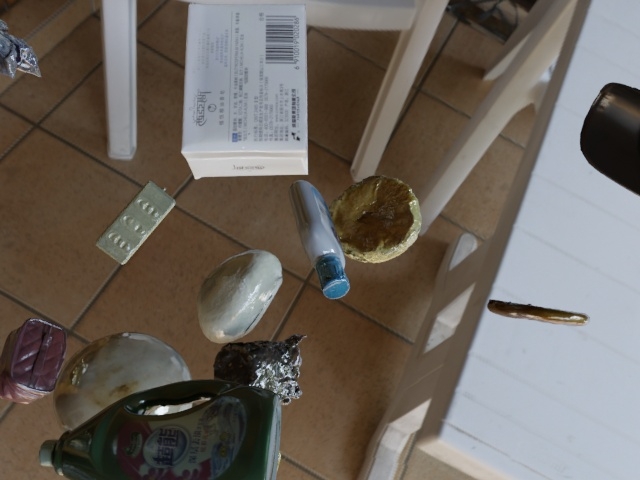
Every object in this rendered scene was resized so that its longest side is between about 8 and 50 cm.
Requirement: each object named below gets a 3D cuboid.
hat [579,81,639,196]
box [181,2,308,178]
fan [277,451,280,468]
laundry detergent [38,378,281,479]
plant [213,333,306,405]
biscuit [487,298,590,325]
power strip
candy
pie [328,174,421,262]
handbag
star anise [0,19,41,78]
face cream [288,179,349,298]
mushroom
[{"bbox_3d":[0.609,-0.155,0.948,0.209,0.238,0.336,-36,71,-18],"label":"hat"},{"bbox_3d":[-0.123,-0.254,1.018,0.202,0.116,0.275,-1,75,-1],"label":"box"},{"bbox_3d":[-0.094,0.378,0.938,0.039,0.155,0.082,17,47,0],"label":"fan"},{"bbox_3d":[-0.144,0.185,0.540,0.210,0.063,0.137,0,40,5],"label":"laundry detergent"},{"bbox_3d":[-0.153,0.343,1.530,0.234,0.178,0.204,13,74,-53],"label":"plant"},{"bbox_3d":[0.462,0.155,1.268,0.212,0.212,0.036,9,88,-11],"label":"biscuit"},{"bbox_3d":[-0.541,-0.058,1.758,0.105,0.070,0.257,41,86,-21],"label":"power strip"},{"bbox_3d":[-0.229,0.145,1.607,0.185,0.295,0.296,35,60,-1],"label":"candy"},{"bbox_3d":[0.184,-0.076,2.012,0.339,0.083,0.340,-5,59,8],"label":"pie"},{"bbox_3d":[-0.810,0.336,1.668,0.146,0.135,0.225,34,41,-36],"label":"handbag"},{"bbox_3d":[-0.628,-0.374,1.103,0.230,0.081,0.262,37,16,-26],"label":"star anise"},{"bbox_3d":[0.000,0.000,1.402,0.080,0.163,0.337,-28,40,8],"label":"face cream"},{"bbox_3d":[-0.310,0.258,0.943,0.207,0.215,0.208,11,48,-13],"label":"mushroom"}]
